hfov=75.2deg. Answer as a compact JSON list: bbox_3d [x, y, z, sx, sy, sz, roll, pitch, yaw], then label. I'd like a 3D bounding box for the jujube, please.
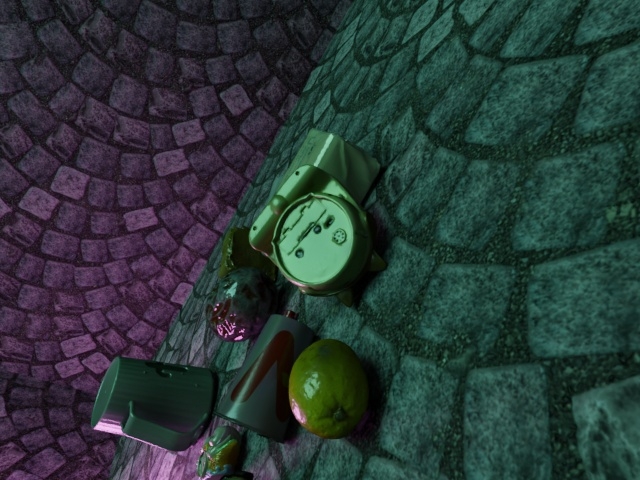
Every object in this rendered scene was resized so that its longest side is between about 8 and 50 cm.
[{"bbox_3d":[-0.283,0.226,1.480,0.308,0.215,0.246,-54,40,35],"label":"jujube"}]

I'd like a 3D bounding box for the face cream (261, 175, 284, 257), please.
[{"bbox_3d":[-0.166,-0.076,1.667,0.145,0.145,0.369,-34,35,50],"label":"face cream"}]

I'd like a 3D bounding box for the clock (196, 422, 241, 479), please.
[{"bbox_3d":[-0.303,0.639,1.244,0.231,0.103,0.144,-47,36,36],"label":"clock"}]

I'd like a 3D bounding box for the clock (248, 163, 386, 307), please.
[{"bbox_3d":[0.000,0.000,1.073,0.348,0.117,0.286,45,104,26],"label":"clock"}]

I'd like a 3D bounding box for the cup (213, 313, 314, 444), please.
[{"bbox_3d":[-0.128,0.353,1.093,0.203,0.203,0.288,-24,38,57],"label":"cup"}]

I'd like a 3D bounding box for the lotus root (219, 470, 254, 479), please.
[{"bbox_3d":[-0.202,0.689,0.922,0.173,0.173,0.309,-46,35,35],"label":"lotus root"}]

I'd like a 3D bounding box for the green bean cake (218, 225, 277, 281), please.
[{"bbox_3d":[-0.285,0.075,1.665,0.131,0.230,0.224,-46,32,39],"label":"green bean cake"}]

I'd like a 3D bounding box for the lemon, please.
[{"bbox_3d":[0.017,0.298,0.850,0.170,0.170,0.207,-57,16,14],"label":"lemon"}]

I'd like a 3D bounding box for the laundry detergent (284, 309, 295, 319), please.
[{"bbox_3d":[-0.113,0.294,1.278,0.097,0.049,0.165,-13,53,53],"label":"laundry detergent"}]

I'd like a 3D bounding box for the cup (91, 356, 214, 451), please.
[{"bbox_3d":[-0.617,0.616,1.597,0.401,0.392,0.310,-24,50,50],"label":"cup"}]

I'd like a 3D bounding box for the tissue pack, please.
[{"bbox_3d":[-0.012,-0.147,1.332,0.380,0.207,0.297,-59,22,9],"label":"tissue pack"}]
